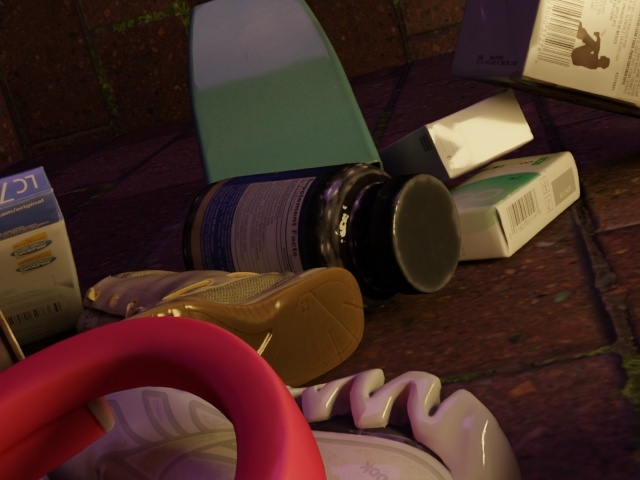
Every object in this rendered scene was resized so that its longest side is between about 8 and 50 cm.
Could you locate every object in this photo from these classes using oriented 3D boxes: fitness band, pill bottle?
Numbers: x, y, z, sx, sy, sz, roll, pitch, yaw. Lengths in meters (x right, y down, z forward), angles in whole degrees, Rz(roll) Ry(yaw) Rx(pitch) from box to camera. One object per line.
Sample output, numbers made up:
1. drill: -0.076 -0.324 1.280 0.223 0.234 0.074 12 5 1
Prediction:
1. fitness band: -0.131 0.146 0.443 0.291 0.054 0.209 -36 37 -11
2. pill bottle: 0.000 0.000 0.910 0.219 0.123 0.123 -3 18 40

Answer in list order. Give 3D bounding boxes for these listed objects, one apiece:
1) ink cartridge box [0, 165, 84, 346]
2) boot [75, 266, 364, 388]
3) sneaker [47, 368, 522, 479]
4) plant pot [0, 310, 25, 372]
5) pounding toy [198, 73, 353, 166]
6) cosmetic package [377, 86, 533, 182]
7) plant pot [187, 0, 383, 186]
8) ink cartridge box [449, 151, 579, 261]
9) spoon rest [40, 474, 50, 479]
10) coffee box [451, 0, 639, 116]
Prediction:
1. ink cartridge box: -0.305 0.031 0.931 0.185 0.065 0.311 -19 -17 -15
2. boot: -0.122 0.075 0.788 0.203 0.095 0.262 -1 13 42
3. sneaker: -0.053 0.125 0.536 0.292 0.110 0.118 -6 27 39
4. plant pot: -0.289 0.105 0.762 0.165 0.167 0.167 -27 17 -16
5. pounding toy: -0.018 -0.102 1.319 0.154 0.154 0.269 -25 -2 -33
6. cosmetic package: 0.122 -0.090 1.139 0.099 0.060 0.239 -27 2 -14
7. plant pot: -0.044 -0.132 1.124 0.165 0.234 0.166 -18 -18 3
8. ink cartridge box: 0.110 -0.026 1.046 0.224 0.056 0.181 -4 17 35
9. spoon rest: -0.272 0.178 0.569 0.276 0.084 0.137 -15 50 -6
10. coffee box: 0.302 -0.184 1.066 0.297 0.119 0.168 10 6 -18
